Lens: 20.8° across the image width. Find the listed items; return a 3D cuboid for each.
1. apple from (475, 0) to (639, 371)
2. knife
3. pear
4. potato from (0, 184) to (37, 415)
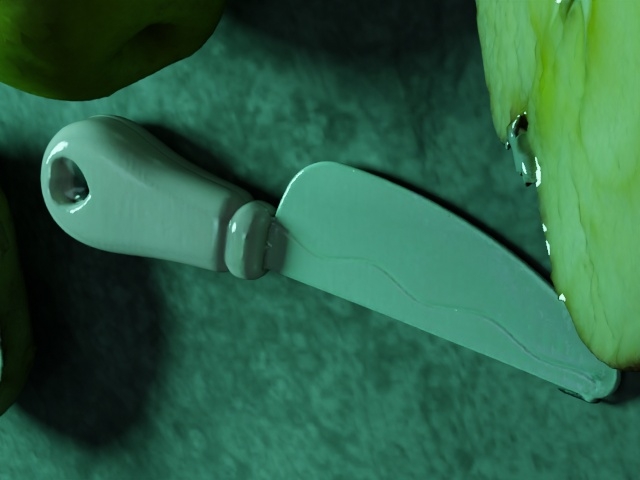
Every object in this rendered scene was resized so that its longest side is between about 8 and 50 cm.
[{"bbox_3d":[0.155,-0.102,0.564,0.251,0.163,0.293,95,170,-49],"label":"apple"},{"bbox_3d":[0.000,-0.003,0.862,0.335,0.043,0.081,16,112,27],"label":"knife"},{"bbox_3d":[-0.122,-0.146,0.815,0.162,0.149,0.149,52,133,7],"label":"pear"},{"bbox_3d":[-0.228,0.018,1.026,0.164,0.081,0.200,16,122,26],"label":"potato"}]
